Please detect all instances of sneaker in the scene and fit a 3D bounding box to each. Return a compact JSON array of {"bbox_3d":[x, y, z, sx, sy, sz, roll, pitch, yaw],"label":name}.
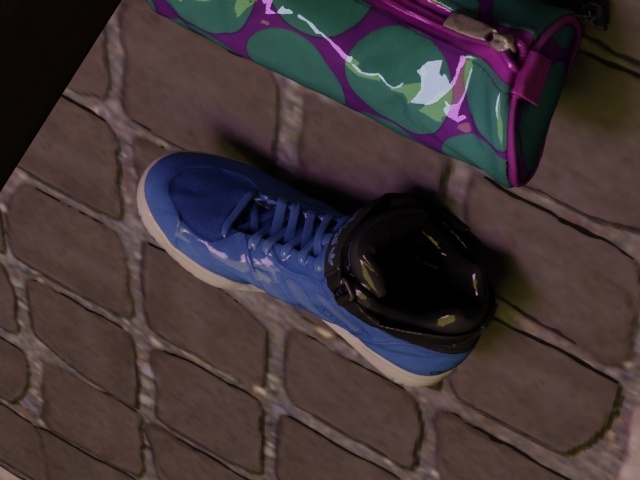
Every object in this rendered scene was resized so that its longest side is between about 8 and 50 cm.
[{"bbox_3d":[0.001,-0.001,0.749,0.152,0.058,0.084,34,154,0],"label":"sneaker"}]

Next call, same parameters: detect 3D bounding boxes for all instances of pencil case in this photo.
[{"bbox_3d":[0.014,-0.077,0.634,0.151,0.064,0.070,27,163,17],"label":"pencil case"}]

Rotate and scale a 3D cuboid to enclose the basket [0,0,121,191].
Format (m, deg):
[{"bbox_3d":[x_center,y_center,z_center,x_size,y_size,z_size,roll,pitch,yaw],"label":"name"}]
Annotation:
[{"bbox_3d":[-0.101,-0.140,0.515,0.204,0.227,0.154,38,149,3],"label":"basket"}]
